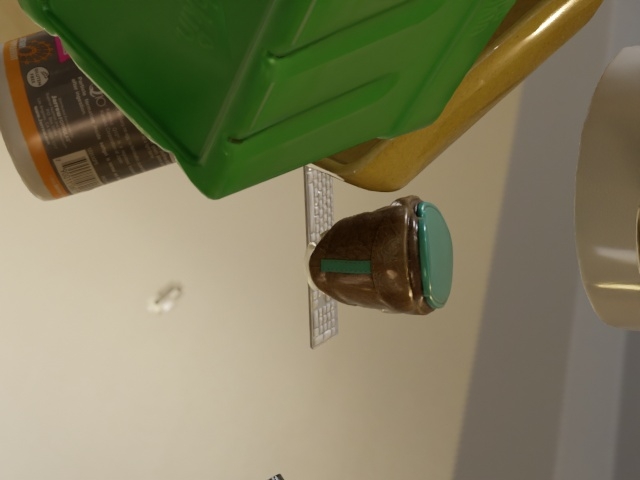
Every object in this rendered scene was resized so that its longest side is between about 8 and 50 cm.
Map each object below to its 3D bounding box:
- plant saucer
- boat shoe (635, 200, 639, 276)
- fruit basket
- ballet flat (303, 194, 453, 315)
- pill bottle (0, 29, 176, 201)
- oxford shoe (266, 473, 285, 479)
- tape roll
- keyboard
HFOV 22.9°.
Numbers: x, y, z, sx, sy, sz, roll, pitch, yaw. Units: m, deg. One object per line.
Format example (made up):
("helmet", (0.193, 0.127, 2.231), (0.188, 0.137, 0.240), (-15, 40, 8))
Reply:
("plant saucer", (0.062, -0.168, 1.344), (0.333, 0.081, 0.333), (-41, -145, -16))
("boat shoe", (0.308, 0.053, 1.108), (0.122, 0.341, 0.110), (-21, -144, 20))
("fruit basket", (0.028, -0.250, 0.848), (0.392, 0.283, 0.392), (-44, 172, -7))
("ballet flat", (0.050, 0.019, 1.435), (0.124, 0.116, 0.342), (-3, -178, 9))
("pill bottle", (-0.166, -0.150, 1.521), (0.278, 0.162, 0.162), (-18, -147, 0))
("oxford shoe", (-0.092, 0.257, 1.029), (0.227, 0.096, 0.083), (-36, 171, -3))
("tape roll", (0.346, -0.048, 1.537), (0.100, 0.286, 0.286), (4, -130, 31))
("keyboard", (0.000, 0.000, 1.903), (0.014, 0.256, 0.072), (2, -167, 21))
